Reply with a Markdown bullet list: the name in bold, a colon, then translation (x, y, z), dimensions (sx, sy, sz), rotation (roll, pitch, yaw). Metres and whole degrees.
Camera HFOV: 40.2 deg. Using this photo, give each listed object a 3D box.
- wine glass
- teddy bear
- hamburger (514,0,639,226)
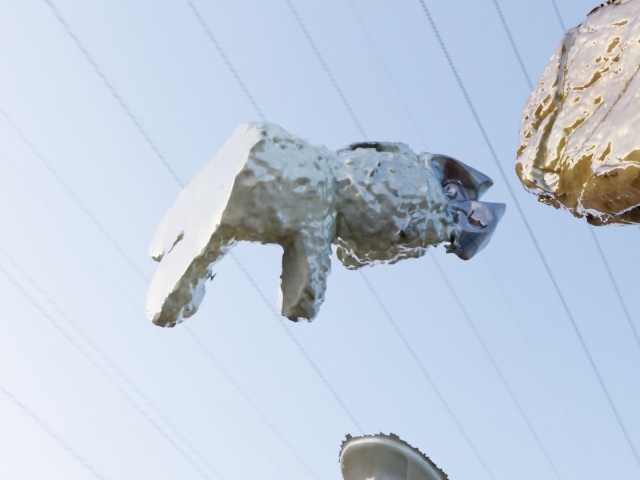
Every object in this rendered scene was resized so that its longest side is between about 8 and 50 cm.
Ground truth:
- **wine glass**: translation (0.004, 0.328, 0.808), dimensions (0.143, 0.321, 0.143), rotation (21, -47, 24)
- **teddy bear**: translation (0.000, 0.000, 1.219), dimensions (0.362, 0.327, 0.375), rotation (24, -58, -24)
- **hamburger**: translation (0.323, -0.135, 0.867), dimensions (0.145, 0.259, 0.283), rotation (21, 1, -24)
